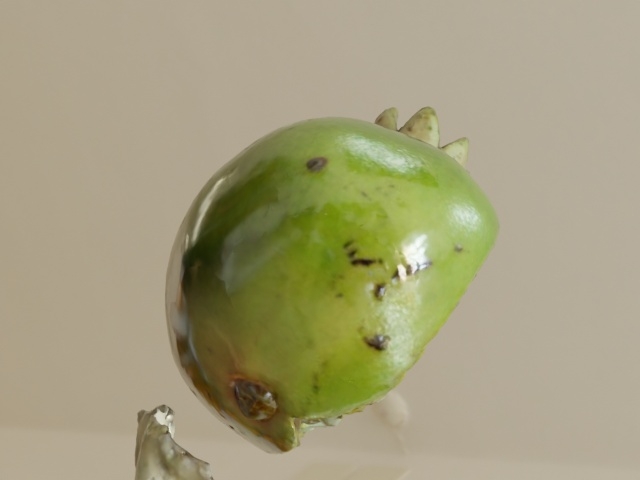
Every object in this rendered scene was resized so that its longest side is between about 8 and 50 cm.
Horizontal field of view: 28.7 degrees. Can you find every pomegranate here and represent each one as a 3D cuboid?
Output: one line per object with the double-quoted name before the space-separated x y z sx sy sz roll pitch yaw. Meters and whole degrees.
"pomegranate" 0.000 0.000 1.058 0.216 0.359 0.310 33 -39 -5

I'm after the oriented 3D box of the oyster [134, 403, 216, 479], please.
"oyster" -0.026 0.149 0.452 0.209 0.072 0.133 53 -12 21
